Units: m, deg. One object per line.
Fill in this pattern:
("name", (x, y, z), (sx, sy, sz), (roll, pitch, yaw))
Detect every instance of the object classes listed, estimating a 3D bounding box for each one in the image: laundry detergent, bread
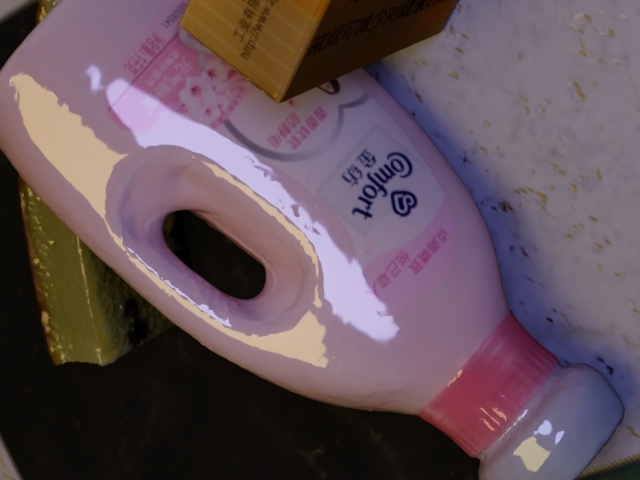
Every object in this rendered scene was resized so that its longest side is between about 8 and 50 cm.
("laundry detergent", (0.000, 0.000, 0.962), (0.335, 0.159, 0.088), (42, 168, 4))
("bread", (-0.124, -0.051, 1.059), (0.049, 0.088, 0.226), (3, 110, 35))

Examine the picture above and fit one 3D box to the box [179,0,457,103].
("box", (0.045, -0.185, 0.855), (0.070, 0.152, 0.237), (37, 124, 18))
